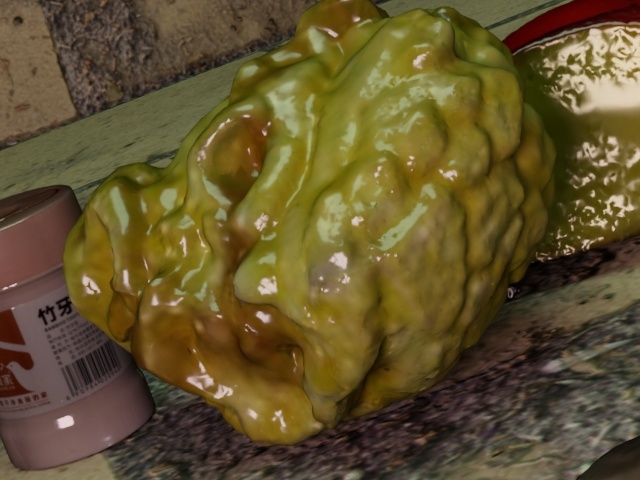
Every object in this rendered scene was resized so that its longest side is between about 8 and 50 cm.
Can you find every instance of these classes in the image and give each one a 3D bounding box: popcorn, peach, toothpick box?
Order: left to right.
[{"bbox_3d":[-0.171,0.052,1.100,0.098,0.149,0.098,-19,15,5],"label":"toothpick box"},{"bbox_3d":[0.000,0.000,0.984,0.286,0.174,0.225,-34,35,8],"label":"popcorn"},{"bbox_3d":[0.204,-0.083,1.110,0.267,0.154,0.159,-15,13,17],"label":"peach"}]

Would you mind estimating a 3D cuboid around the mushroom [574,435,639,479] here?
[{"bbox_3d":[0.135,0.115,0.578,0.188,0.117,0.141,-19,2,18],"label":"mushroom"}]
